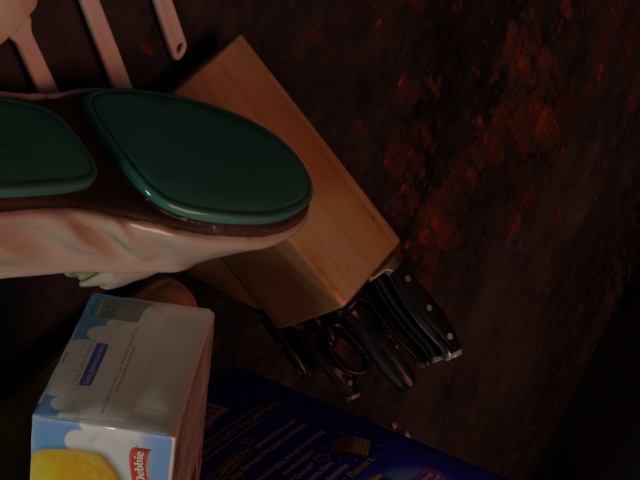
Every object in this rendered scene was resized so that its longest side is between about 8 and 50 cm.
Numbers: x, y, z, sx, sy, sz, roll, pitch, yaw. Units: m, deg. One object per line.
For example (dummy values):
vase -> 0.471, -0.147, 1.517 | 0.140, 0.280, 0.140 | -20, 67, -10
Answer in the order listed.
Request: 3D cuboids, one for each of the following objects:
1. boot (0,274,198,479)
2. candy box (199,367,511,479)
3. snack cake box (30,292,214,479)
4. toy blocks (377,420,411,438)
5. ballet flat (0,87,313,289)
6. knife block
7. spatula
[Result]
boot -> -0.193, 0.182, 1.047 | 0.269, 0.089, 0.236 | -36, 144, -50
candy box -> -0.020, 0.257, 1.184 | 0.268, 0.317, 0.122 | -30, 135, -52
snack cake box -> -0.134, 0.187, 0.909 | 0.152, 0.089, 0.264 | -81, 179, -63
toy blocks -> 0.100, 0.337, 1.559 | 0.309, 0.288, 0.260 | -42, 153, -36
ballet flat -> -0.164, -0.024, 0.866 | 0.400, 0.139, 0.139 | -2, 115, -56
knife block -> 0.000, 0.000, 1.077 | 0.088, 0.242, 0.276 | -48, 151, -36
spatula -> -0.147, -0.158, 0.895 | 0.168, 0.019, 0.242 | -55, 155, -24
